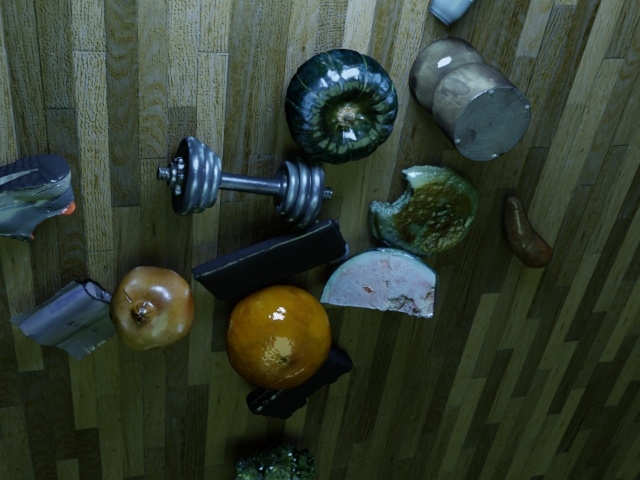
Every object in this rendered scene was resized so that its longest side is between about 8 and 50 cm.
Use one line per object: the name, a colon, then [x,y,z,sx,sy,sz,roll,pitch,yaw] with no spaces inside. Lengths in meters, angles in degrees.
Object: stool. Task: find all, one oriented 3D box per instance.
stool: [0.323,-0.314,1.651,0.179,0.264,0.179,-9,129,-12]

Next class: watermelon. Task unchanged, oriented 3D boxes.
watermelon: [0.157,0.112,1.969,0.305,0.180,0.224,4,147,15]

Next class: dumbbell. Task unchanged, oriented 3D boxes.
dumbbell: [-0.163,-0.127,1.680,0.406,0.179,0.179,6,124,-22]

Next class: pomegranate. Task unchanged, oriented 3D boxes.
pomegranate: [-0.402,0.167,1.804,0.209,0.209,0.209,-10,129,-12]

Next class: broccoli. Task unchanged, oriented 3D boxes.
broccoli: [-0.146,0.794,2.344,0.277,0.317,0.338,-2,92,-9]

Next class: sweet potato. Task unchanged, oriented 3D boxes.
sweet potato: [0.569,-0.010,2.087,0.097,0.097,0.292,-35,129,9]

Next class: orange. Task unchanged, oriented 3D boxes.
orange: [-0.109,0.253,1.955,0.284,0.226,0.284,-6,117,-11]

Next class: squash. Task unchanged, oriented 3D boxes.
squash: [0.046,-0.292,1.633,0.252,0.165,0.252,-9,130,-11]

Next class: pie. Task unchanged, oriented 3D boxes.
pie: [0.275,-0.071,1.950,0.302,0.067,0.302,-10,130,-11]

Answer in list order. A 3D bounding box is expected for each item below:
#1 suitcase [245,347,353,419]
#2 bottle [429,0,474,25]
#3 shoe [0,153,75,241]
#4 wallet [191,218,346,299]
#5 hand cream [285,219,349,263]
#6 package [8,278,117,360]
suitcase: [-0.058,0.409,2.163,0.285,0.066,0.206,-40,149,12]
bottle: [0.331,-0.575,1.580,0.254,0.079,0.096,-53,163,20]
shoe: [-0.679,-0.060,1.594,0.336,0.132,0.171,-19,139,-9]
wallet: [-0.116,0.050,1.847,0.377,0.051,0.197,-20,154,7]
hand cream: [0.000,0.000,1.923,0.095,0.046,0.175,-41,123,19]
package: [-0.604,0.191,1.851,0.204,0.062,0.251,-32,143,5]
